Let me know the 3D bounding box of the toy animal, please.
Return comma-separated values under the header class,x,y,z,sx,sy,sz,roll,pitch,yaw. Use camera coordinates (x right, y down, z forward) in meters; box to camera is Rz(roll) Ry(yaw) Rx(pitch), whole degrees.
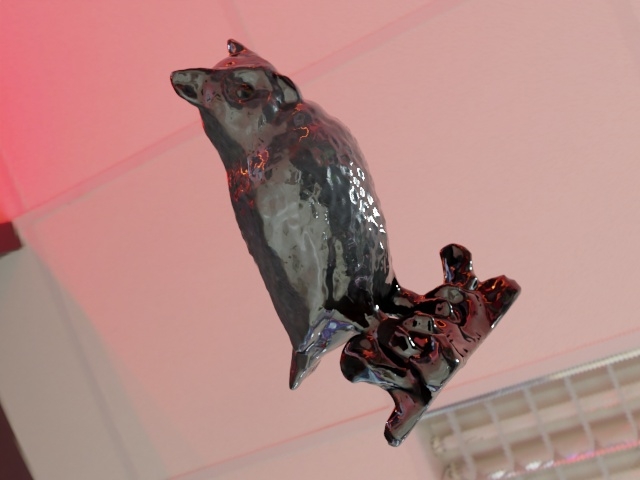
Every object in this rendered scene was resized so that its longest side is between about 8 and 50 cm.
class,x,y,z,sx,sy,sz,roll,pitch,yaw
toy animal,-0.004,-0.002,0.528,0.210,0.121,0.117,50,-52,4
